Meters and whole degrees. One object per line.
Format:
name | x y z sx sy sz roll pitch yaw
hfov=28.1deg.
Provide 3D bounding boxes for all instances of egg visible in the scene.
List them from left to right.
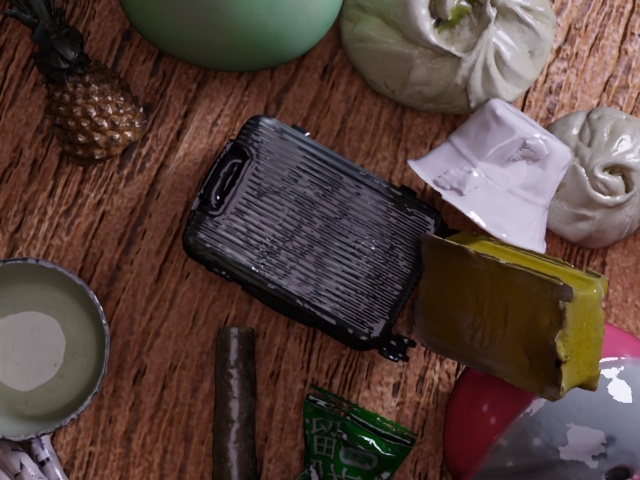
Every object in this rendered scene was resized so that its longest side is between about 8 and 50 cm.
egg | -0.105 -0.308 1.503 0.270 0.220 0.220 6 84 3

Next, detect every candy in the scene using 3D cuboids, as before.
candy | 0.016 0.291 1.530 0.141 0.078 0.203 26 72 -12

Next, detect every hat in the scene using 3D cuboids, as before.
hat | 0.215 -0.086 1.504 0.203 0.203 0.126 35 102 0

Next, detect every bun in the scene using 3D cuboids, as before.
bun | 0.161 -0.275 1.549 0.259 0.160 0.259 0 82 -3
bun | 0.342 -0.083 1.569 0.183 0.102 0.183 0 82 -3

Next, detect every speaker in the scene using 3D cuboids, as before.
speaker | 0.288 0.228 1.501 0.294 0.294 0.294 0 85 -3

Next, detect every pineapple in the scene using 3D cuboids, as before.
pineapple | -0.311 -0.222 1.496 0.130 0.119 0.277 -41 112 -39

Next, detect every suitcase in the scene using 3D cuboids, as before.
suitcase | 0.000 0.000 1.526 0.312 0.128 0.202 29 82 -3

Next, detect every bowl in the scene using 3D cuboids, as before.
bowl | -0.348 0.127 1.504 0.211 0.112 0.211 0 85 -4

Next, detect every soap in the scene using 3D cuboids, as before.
soap | 0.199 0.077 1.389 0.076 0.233 0.135 -7 108 -35

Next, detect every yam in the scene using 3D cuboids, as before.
yam | -0.104 0.240 1.534 0.061 0.061 0.274 0 85 -3

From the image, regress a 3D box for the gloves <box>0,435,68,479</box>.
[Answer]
gloves | -0.354 0.302 1.493 0.127 0.111 0.212 -32 95 -1
